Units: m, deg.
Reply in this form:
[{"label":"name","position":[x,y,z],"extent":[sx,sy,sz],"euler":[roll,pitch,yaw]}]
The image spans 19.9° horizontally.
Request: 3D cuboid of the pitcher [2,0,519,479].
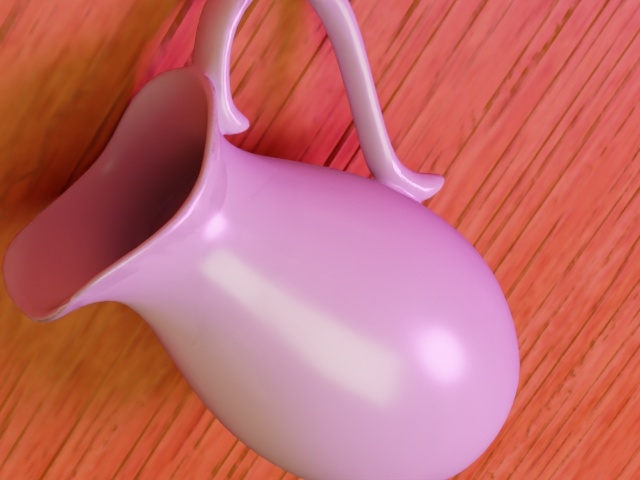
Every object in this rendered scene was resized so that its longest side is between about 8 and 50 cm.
[{"label":"pitcher","position":[0.000,0.000,0.751],"extent":[0.207,0.125,0.178],"euler":[35,86,-35]}]
